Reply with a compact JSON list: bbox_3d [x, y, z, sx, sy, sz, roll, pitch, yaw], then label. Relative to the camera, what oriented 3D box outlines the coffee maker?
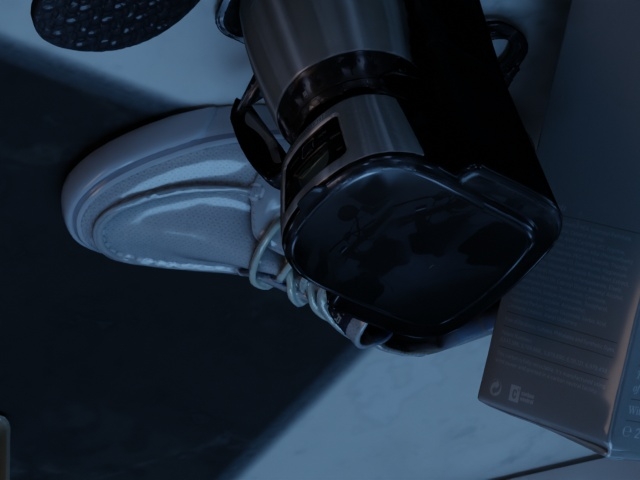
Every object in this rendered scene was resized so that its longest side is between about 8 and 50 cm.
[{"bbox_3d":[0.049,-0.055,0.935,0.171,0.178,0.120,2,138,-19],"label":"coffee maker"}]

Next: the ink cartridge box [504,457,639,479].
[{"bbox_3d":[0.175,0.283,1.407,0.198,0.114,0.273,-13,140,-2],"label":"ink cartridge box"}]

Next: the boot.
[{"bbox_3d":[0.000,0.000,1.024,0.258,0.123,0.095,-8,139,-9],"label":"boot"}]

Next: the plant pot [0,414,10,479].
[{"bbox_3d":[-0.252,0.156,1.149,0.109,0.109,0.096,21,139,-35],"label":"plant pot"}]

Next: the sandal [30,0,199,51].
[{"bbox_3d":[-0.062,-0.155,0.902,0.179,0.040,0.067,-44,139,10],"label":"sandal"}]

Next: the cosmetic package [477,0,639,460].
[{"bbox_3d":[0.175,-0.016,0.977,0.127,0.107,0.238,9,97,-38],"label":"cosmetic package"}]
